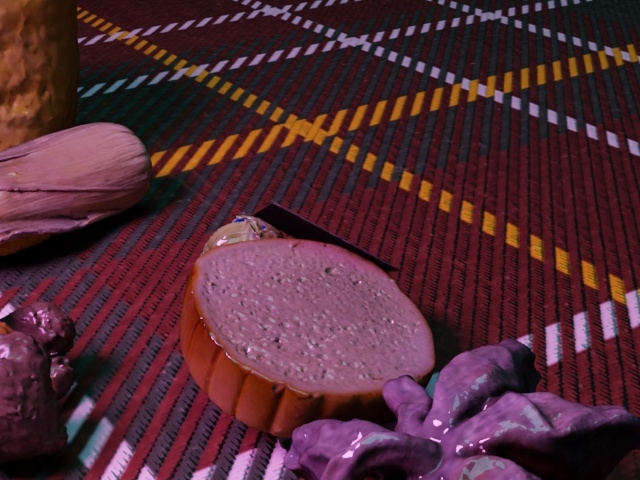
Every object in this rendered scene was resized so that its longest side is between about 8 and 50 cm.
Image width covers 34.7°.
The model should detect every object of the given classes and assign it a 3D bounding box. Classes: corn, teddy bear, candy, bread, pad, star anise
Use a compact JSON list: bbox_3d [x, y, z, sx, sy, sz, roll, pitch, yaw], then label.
[{"bbox_3d":[-0.339,-0.060,1.232,0.122,0.123,0.305,-10,13,44],"label":"corn"},{"bbox_3d":[-0.290,0.114,0.886,0.140,0.177,0.190,-52,38,0],"label":"teddy bear"},{"bbox_3d":[-0.059,0.084,1.020,0.093,0.092,0.335,30,23,-27],"label":"candy"},{"bbox_3d":[-0.483,-0.221,1.343,0.348,0.308,0.348,-1,17,0],"label":"bread"},{"bbox_3d":[0.000,0.000,1.070,0.143,0.003,0.211,28,-6,-8],"label":"pad"},{"bbox_3d":[0.103,0.178,0.711,0.359,0.139,0.316,4,48,38],"label":"star anise"},{"bbox_3d":[-0.013,0.086,0.931,0.236,0.070,0.236,13,35,-9],"label":"bread"}]
